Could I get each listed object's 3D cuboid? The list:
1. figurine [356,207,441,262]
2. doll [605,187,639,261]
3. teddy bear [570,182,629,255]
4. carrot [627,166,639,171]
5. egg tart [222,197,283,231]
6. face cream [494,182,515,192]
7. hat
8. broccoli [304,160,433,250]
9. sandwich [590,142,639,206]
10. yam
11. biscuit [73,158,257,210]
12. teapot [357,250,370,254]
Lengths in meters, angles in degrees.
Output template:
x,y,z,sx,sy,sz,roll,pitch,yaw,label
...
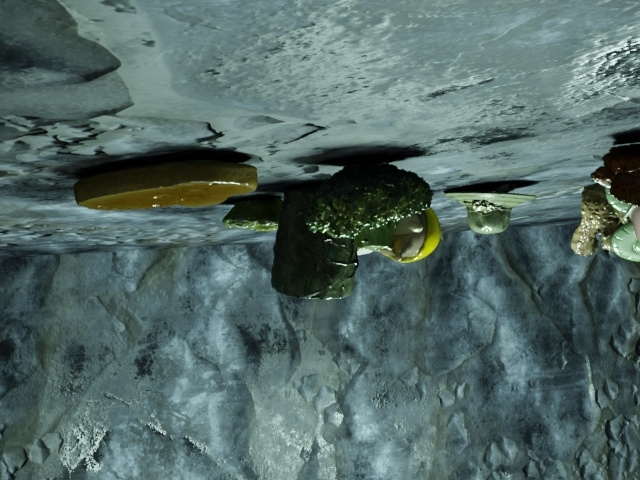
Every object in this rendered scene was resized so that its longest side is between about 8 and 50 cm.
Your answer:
x,y,z,sx,sy,sz,roll,pitch,yaw,label
0.171,-0.038,2.177,0.344,0.187,0.215,5,-166,-46,figurine
0.844,-0.079,2.001,0.269,0.284,0.216,-6,-149,17,doll
0.840,-0.066,2.265,0.223,0.246,0.296,27,156,31,teddy bear
0.637,-0.125,1.292,0.298,0.078,0.078,-2,179,36,carrot
-0.160,-0.065,2.073,0.197,0.078,0.197,-2,176,0,egg tart
0.492,-0.139,2.153,0.040,0.021,0.083,-2,175,-11,face cream
0.454,-0.072,2.213,0.252,0.109,0.252,2,180,0,hat
0.097,-0.070,1.586,0.226,0.176,0.198,19,180,-20,broccoli
0.645,-0.129,1.557,0.212,0.109,0.292,14,-162,33,sandwich
0.001,0.001,1.930,0.202,0.271,0.201,-10,-161,-43,yam
-0.268,-0.103,1.490,0.344,0.057,0.287,-7,175,27,biscuit
0.069,-0.028,2.513,0.300,0.165,0.208,2,-174,15,teapot
